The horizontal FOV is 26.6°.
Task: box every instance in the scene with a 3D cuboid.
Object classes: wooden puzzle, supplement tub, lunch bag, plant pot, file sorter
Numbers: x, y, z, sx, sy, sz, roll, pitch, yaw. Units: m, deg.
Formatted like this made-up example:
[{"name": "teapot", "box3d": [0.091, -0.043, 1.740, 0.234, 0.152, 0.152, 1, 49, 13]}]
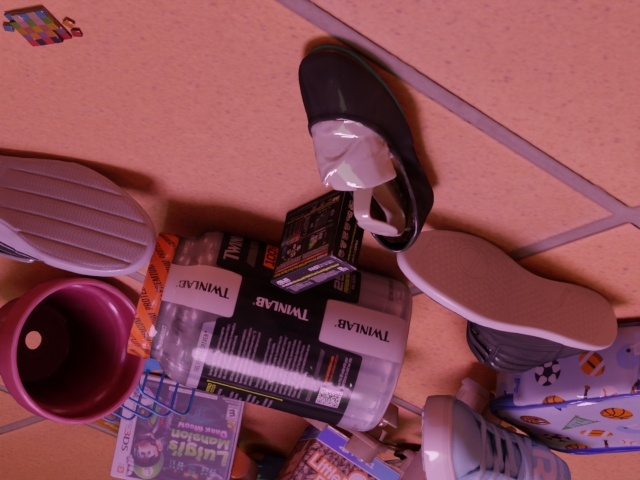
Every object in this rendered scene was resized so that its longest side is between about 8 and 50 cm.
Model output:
[{"name": "wooden puzzle", "box3d": [-0.277, -0.210, 1.329, 0.083, 0.006, 0.049, -3, 149, 30]}, {"name": "supplement tub", "box3d": [-0.062, 0.103, 1.634, 0.316, 0.194, 0.193, 15, 154, -6]}, {"name": "lunch bag", "box3d": [0.387, 0.200, 1.715, 0.303, 0.115, 0.243, -8, 149, 38]}, {"name": "plant pot", "box3d": [-0.371, 0.146, 1.884, 0.201, 0.201, 0.180, 32, 163, -33]}, {"name": "file sorter", "box3d": [-0.280, 0.205, 2.034, 0.170, 0.105, 0.118, -11, 144, 40]}]

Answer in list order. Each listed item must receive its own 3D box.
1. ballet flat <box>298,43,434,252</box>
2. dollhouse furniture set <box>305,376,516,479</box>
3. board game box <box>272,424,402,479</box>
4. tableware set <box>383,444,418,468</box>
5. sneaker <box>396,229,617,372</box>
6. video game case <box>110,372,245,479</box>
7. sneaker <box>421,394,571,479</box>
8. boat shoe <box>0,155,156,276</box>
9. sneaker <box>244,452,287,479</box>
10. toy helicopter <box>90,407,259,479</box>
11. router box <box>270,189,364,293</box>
[{"name": "ballet flat", "box3d": [0.050, -0.076, 1.341, 0.095, 0.096, 0.280, -1, 150, 26]}, {"name": "dollhouse furniture set", "box3d": [0.080, 0.212, 1.959, 0.355, 0.174, 0.303, 33, 178, 28]}, {"name": "board game box", "box3d": [-0.026, 0.444, 2.094, 0.141, 0.291, 0.232, 34, 167, -1]}, {"name": "tableware set", "box3d": [0.181, 0.341, 2.167, 0.128, 0.039, 0.194, 13, 162, -26]}, {"name": "sneaker", "box3d": [0.187, 0.083, 1.578, 0.295, 0.105, 0.147, 21, 148, -24]}, {"name": "video game case", "box3d": [-0.226, 0.310, 2.152, 0.190, 0.173, 0.022, 11, -176, 3]}, {"name": "sneaker", "box3d": [0.235, 0.280, 1.723, 0.150, 0.135, 0.366, -10, 153, 19]}, {"name": "boat shoe", "box3d": [-0.342, -0.034, 1.608, 0.335, 0.121, 0.119, 19, 163, 13]}, {"name": "sneaker", "box3d": [-0.092, 0.481, 2.461, 0.111, 0.131, 0.296, 9, 152, 12]}, {"name": "toy helicopter", "box3d": [-0.259, 0.330, 2.243, 0.355, 0.140, 0.235, 30, 150, -19]}, {"name": "router box", "box3d": [0.000, 0.000, 1.517, 0.038, 0.092, 0.122, 28, 150, -27]}]
